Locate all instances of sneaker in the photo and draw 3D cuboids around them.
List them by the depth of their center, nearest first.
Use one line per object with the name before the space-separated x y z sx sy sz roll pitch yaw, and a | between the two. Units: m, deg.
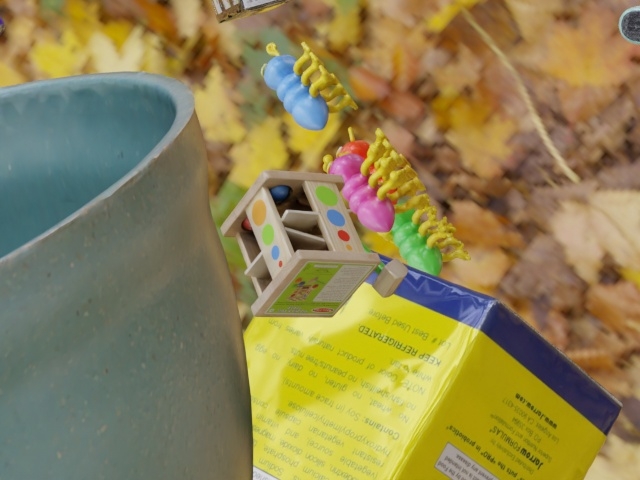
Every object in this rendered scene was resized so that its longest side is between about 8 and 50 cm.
sneaker | 0.286 -0.168 1.548 0.098 0.069 0.038 16 108 13

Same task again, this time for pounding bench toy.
pounding bench toy | 0.000 0.000 1.051 0.052 0.083 0.065 -51 49 39

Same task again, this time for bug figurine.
bug figurine | 0.039 -0.068 1.878 0.072 0.279 0.216 -37 58 5

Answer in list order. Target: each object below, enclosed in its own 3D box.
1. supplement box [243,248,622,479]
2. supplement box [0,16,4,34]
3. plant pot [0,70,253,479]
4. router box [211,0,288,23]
supplement box | 0.017 0.203 1.397 0.194 0.195 0.356 23 79 44
supplement box | -0.238 -0.124 0.810 0.220 0.114 0.111 56 132 25
plant pot | -0.142 0.098 0.529 0.293 0.293 0.196 -10 108 26
router box | -0.071 -0.254 1.461 0.046 0.133 0.178 -17 95 -11
